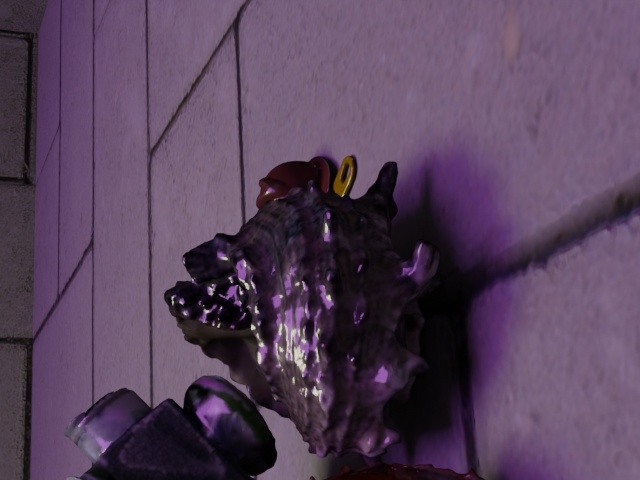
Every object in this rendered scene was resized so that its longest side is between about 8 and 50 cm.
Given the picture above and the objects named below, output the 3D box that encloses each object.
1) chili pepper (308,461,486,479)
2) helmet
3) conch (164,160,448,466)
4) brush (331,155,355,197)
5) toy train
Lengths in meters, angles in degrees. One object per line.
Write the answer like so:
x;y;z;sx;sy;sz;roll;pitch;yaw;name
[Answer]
0.060;0.280;0.745;0.136;0.144;0.252;22;121;48;chili pepper
-0.035;-0.048;1.097;0.111;0.057;0.089;158;124;-70;helmet
0.001;0.074;0.891;0.313;0.186;0.240;-15;89;54;conch
0.000;0.000;1.083;0.083;0.011;0.205;-109;32;-46;brush
-0.090;0.265;0.913;0.307;0.173;0.249;43;145;10;toy train
